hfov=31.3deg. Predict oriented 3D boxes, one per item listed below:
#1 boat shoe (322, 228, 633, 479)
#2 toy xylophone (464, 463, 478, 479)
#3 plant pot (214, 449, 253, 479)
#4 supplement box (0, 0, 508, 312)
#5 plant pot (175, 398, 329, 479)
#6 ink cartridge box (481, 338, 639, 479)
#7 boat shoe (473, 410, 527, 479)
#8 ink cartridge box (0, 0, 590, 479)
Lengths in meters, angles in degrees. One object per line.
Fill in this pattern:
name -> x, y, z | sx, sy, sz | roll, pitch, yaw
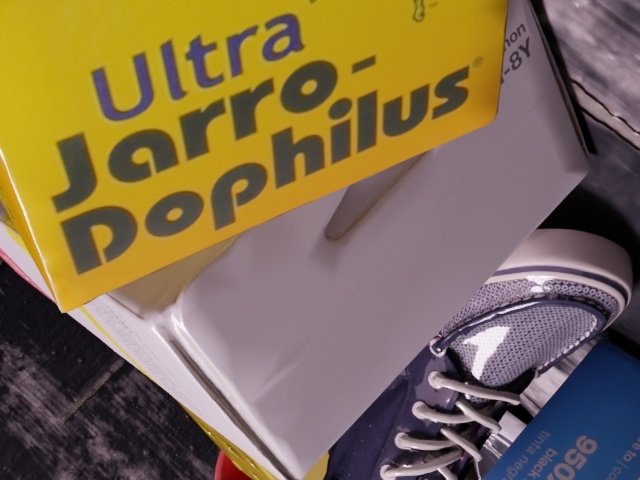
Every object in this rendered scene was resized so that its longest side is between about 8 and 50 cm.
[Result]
boat shoe -> 0.104, 0.120, 0.837 | 0.127, 0.158, 0.340 | 19, 152, -17
toy xylophone -> 0.103, 0.252, 1.304 | 0.323, 0.081, 0.236 | 38, -172, -48
plant pot -> 0.016, 0.382, 1.724 | 0.275, 0.275, 0.243 | 30, 167, 43
supplement box -> -0.099, -0.185, 0.460 | 0.356, 0.194, 0.195 | 54, 161, 35
plant pot -> -0.023, 0.133, 1.098 | 0.212, 0.187, 0.212 | 54, 162, -28
ink cartridge box -> 0.332, 0.290, 0.830 | 0.395, 0.166, 0.285 | 32, 160, 36
boat shoe -> 0.219, 0.288, 1.223 | 0.108, 0.102, 0.301 | 22, 153, 54
ink cartridge box -> -0.067, -0.057, 0.749 | 0.385, 0.279, 0.160 | 26, 156, 49
